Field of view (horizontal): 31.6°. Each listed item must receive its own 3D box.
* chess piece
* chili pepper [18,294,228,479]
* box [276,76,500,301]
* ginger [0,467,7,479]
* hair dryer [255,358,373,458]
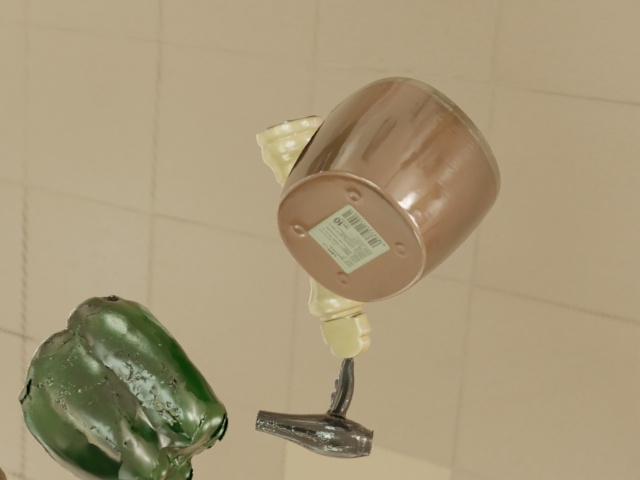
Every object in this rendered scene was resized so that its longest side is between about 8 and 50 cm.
[{"bbox_3d":[0.000,0.000,1.849,0.117,0.117,0.397,-17,88,33],"label":"chess piece"},{"bbox_3d":[-0.260,0.222,1.537,0.256,0.248,0.233,37,92,19],"label":"chili pepper"},{"bbox_3d":[0.090,-0.062,1.657,0.301,0.216,0.301,18,134,20],"label":"box"},{"bbox_3d":[-0.635,0.369,1.710,0.244,0.304,0.155,9,91,56],"label":"ginger"},{"bbox_3d":[0.008,0.252,1.892,0.195,0.219,0.075,13,147,5],"label":"hair dryer"}]
